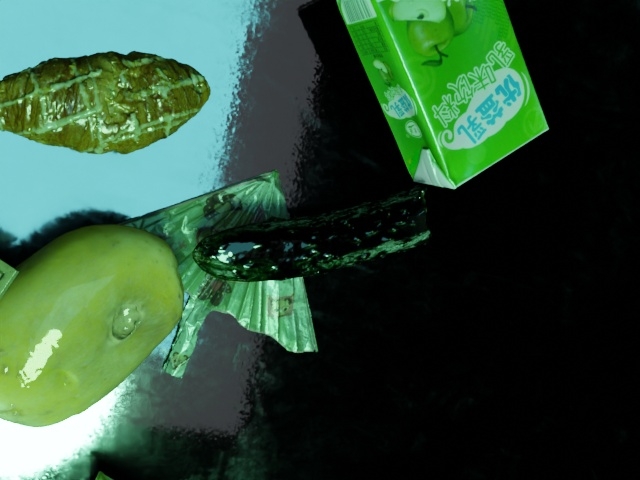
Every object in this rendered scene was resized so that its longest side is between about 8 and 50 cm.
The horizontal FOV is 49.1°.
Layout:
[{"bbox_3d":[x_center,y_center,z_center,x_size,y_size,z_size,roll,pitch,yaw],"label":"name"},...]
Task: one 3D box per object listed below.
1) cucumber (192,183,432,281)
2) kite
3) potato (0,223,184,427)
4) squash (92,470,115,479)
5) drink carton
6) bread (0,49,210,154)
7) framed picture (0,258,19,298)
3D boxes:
[{"bbox_3d":[0.000,0.000,0.817,0.303,0.072,0.081,-15,106,-24],"label":"cucumber"},{"bbox_3d":[-0.111,0.036,0.815,0.323,0.013,0.268,31,85,-24],"label":"kite"},{"bbox_3d":[-0.245,0.076,0.693,0.146,0.150,0.234,42,72,17],"label":"potato"},{"bbox_3d":[-0.250,0.407,0.766,0.169,0.093,0.252,41,81,-25],"label":"squash"},{"bbox_3d":[0.146,-0.217,0.836,0.161,0.108,0.271,-31,110,-14],"label":"drink carton"},{"bbox_3d":[-0.218,-0.138,0.708,0.233,0.076,0.105,-9,100,-21],"label":"bread"},{"bbox_3d":[-0.390,0.032,0.634,0.201,0.010,0.136,31,84,9],"label":"framed picture"}]
